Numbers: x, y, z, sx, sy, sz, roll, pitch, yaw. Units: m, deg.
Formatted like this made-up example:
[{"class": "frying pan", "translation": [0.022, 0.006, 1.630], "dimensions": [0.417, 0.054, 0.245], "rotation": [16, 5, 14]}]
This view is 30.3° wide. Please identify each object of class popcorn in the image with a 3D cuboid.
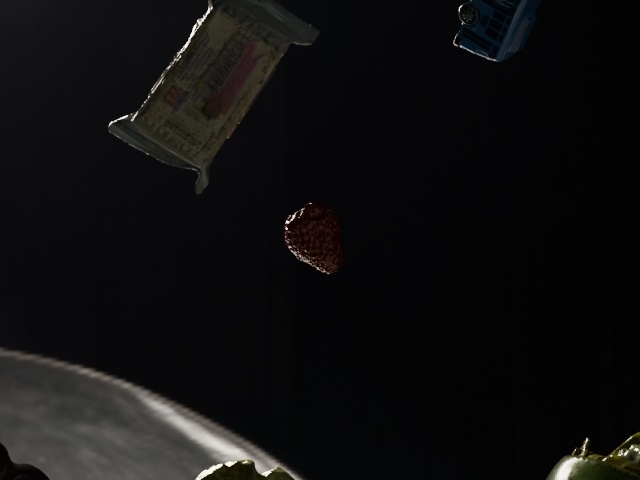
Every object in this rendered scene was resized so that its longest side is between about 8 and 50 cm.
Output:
[{"class": "popcorn", "translation": [-0.107, 0.406, 1.696], "dimensions": [0.187, 0.167, 0.185], "rotation": [36, 1, -27]}]

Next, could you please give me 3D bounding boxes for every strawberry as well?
[{"class": "strawberry", "translation": [0.000, 0.000, 1.364], "dimensions": [0.083, 0.073, 0.073], "rotation": [44, 23, 27]}]

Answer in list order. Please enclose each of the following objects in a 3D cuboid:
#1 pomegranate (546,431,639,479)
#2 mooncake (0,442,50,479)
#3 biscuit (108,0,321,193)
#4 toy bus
[{"class": "pomegranate", "translation": [0.365, 0.334, 1.210], "dimensions": [0.260, 0.261, 0.340], "rotation": [1, 14, -34]}, {"class": "mooncake", "translation": [-0.455, 0.361, 1.597], "dimensions": [0.244, 0.133, 0.245], "rotation": [26, -32, 17]}, {"class": "biscuit", "translation": [-0.163, -0.245, 1.781], "dimensions": [0.186, 0.309, 0.079], "rotation": [36, 5, -7]}, {"class": "toy bus", "translation": [0.286, -0.369, 1.823], "dimensions": [0.106, 0.185, 0.090], "rotation": [33, 38, 16]}]
